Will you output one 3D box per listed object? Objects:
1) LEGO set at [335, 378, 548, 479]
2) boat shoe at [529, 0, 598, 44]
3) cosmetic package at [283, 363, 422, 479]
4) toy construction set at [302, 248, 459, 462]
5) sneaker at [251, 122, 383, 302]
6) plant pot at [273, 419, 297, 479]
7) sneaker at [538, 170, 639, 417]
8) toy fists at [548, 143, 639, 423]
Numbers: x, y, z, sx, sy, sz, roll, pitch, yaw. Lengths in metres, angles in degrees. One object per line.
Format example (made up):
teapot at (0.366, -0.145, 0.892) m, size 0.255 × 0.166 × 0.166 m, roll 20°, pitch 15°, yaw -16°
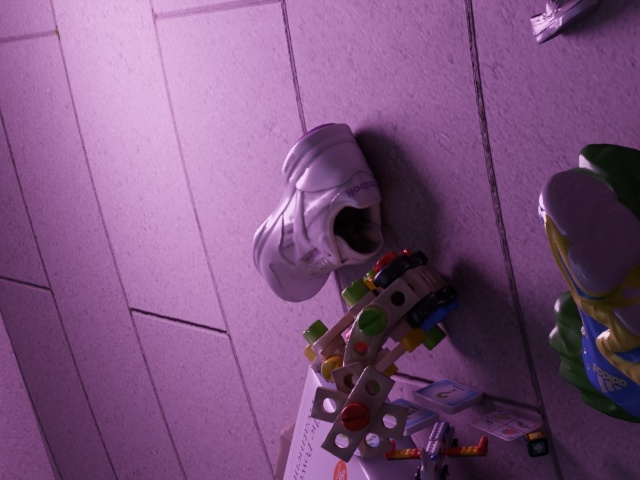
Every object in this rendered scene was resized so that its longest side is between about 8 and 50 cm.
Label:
LEGO set at (0.140, 0.205, 1.831) m, size 0.244 × 0.182 × 0.060 m, roll 18°, pitch 124°, yaw 55°
boat shoe at (0.224, -0.215, 1.528) m, size 0.035 × 0.035 × 0.100 m, roll 64°, pitch 160°, yaw 3°
cosmetic package at (0.023, 0.384, 2.014) m, size 0.284 × 0.097 × 0.377 m, roll -125°, pitch 43°, yaw -60°
toy construction set at (0.057, 0.117, 1.846) m, size 0.151 × 0.215 × 0.328 m, roll 46°, pitch -169°, yaw -7°
sneaker at (0.000, 0.000, 2.016) m, size 0.152 × 0.114 × 0.305 m, roll 55°, pitch 151°, yaw 27°
plant pot at (0.012, 0.294, 2.235) m, size 0.096 × 0.109 × 0.109 m, roll 40°, pitch 143°, yaw 24°
sneaker at (0.248, 0.061, 1.442) m, size 0.240 × 0.091 × 0.126 m, roll 60°, pitch 149°, yaw 13°
toy fists at (0.286, 0.042, 1.537) m, size 0.142 × 0.096 × 0.279 m, roll 18°, pitch 125°, yaw 42°
